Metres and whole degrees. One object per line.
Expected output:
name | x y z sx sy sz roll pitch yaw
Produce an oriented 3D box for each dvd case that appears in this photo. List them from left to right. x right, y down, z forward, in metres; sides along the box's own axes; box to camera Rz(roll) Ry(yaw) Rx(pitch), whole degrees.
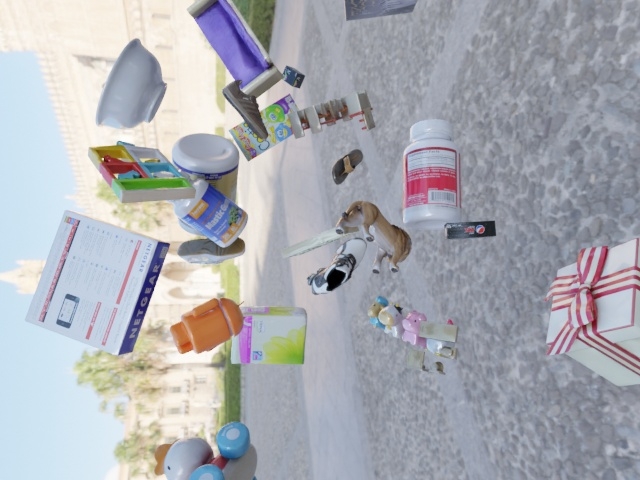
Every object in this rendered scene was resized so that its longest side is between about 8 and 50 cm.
dvd case | 0.134 -0.528 1.002 0.221 0.164 0.018 -71 -24 -77

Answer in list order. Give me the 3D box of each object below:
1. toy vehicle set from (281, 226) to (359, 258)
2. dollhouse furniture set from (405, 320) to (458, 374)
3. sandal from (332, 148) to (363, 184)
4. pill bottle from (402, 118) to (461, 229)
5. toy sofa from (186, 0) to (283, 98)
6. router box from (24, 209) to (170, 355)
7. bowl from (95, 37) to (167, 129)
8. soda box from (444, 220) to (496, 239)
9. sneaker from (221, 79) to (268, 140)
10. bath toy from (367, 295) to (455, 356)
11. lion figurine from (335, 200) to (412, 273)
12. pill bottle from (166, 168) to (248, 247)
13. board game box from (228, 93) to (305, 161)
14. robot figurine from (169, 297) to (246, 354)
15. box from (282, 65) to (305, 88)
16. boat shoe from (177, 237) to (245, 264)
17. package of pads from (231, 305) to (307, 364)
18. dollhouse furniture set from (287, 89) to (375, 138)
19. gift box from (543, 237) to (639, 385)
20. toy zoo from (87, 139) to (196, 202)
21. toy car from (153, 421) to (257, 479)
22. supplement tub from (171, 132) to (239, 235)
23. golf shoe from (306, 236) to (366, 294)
toy vehicle set | 0.000 0.000 1.724 0.166 0.266 0.035 -12 -99 -65
dollhouse furniture set | 0.366 0.345 1.443 0.123 0.144 0.151 35 -117 -57
sandal | 0.126 -0.325 1.967 0.060 0.219 0.090 1 126 50
pill bottle | 0.445 -0.260 1.819 0.229 0.229 0.408 139 135 -74
toy sofa | -0.293 -0.672 1.534 0.363 0.150 0.177 57 -170 2
router box | -0.632 0.117 1.293 0.082 0.301 0.336 45 -116 -81
bowl | -0.571 -0.460 1.419 0.298 0.134 0.298 -52 22 32
soda box | 0.527 -0.036 1.604 0.053 0.168 0.060 25 -118 -82
sneaker | -0.202 -0.383 1.320 0.188 0.071 0.066 51 170 -11
bath toy | 0.325 0.297 1.593 0.348 0.151 0.129 16 81 50
lion figurine | 0.207 -0.034 1.632 0.392 0.142 0.240 53 -138 -32
pill bottle | -0.389 -0.110 1.515 0.152 0.272 0.152 -36 31 26
board game box | -0.209 -0.448 1.806 0.142 0.275 0.144 58 179 -16
robot figurine | -0.319 0.246 1.319 0.128 0.219 0.158 -2 109 66
box | -0.117 -0.696 1.934 0.083 0.052 0.062 44 120 29
boat shoe | -0.392 0.043 1.692 0.096 0.277 0.098 63 -149 -49
package of pads | -0.205 0.377 1.827 0.101 0.296 0.229 -116 30 -72
dollhouse furniture set | 0.053 -0.438 1.638 0.262 0.259 0.135 -39 -64 -54
gift box | 0.675 0.180 1.046 0.276 0.258 0.255 -47 13 54
toy zoo | -0.482 -0.190 1.201 0.293 0.192 0.030 42 125 34
toy car | -0.283 0.529 1.020 0.210 0.237 0.219 -55 -33 -54
supplement tub | -0.434 -0.207 1.711 0.241 0.241 0.331 -103 21 -49
golf shoe | 0.061 0.069 1.139 0.077 0.198 0.094 53 158 -20
